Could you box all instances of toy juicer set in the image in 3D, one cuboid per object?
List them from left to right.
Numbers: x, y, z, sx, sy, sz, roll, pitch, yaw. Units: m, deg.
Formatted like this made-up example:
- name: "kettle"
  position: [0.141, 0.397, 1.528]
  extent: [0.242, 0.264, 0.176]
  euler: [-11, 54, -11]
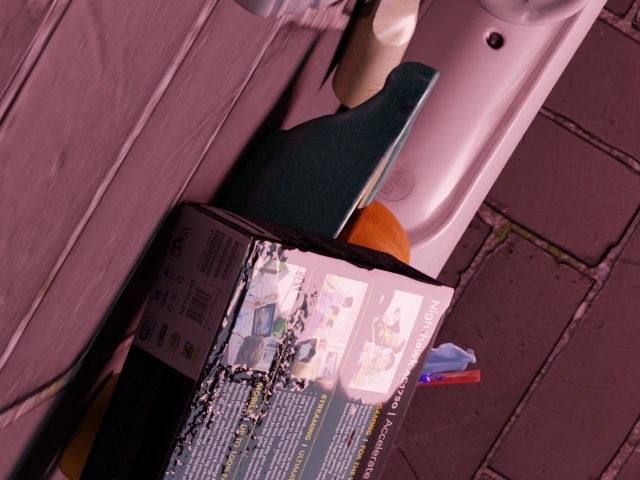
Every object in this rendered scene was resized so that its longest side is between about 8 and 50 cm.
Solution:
- name: "toy juicer set"
  position: [0.000, 0.000, 0.956]
  extent: [0.329, 0.089, 0.209]
  euler: [-59, 177, -6]

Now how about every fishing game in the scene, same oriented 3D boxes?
- name: "fishing game"
  position: [0.006, 0.071, 1.265]
  extent: [0.264, 0.189, 0.041]
  euler: [28, 57, -70]

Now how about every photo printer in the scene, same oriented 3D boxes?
- name: "photo printer"
  position: [0.080, -0.080, 1.329]
  extent: [0.307, 0.107, 0.256]
  euler: [-57, 177, -13]

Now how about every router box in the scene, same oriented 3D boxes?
- name: "router box"
  position: [-0.029, 0.084, 0.814]
  extent: [0.133, 0.046, 0.179]
  euler: [15, 99, -48]

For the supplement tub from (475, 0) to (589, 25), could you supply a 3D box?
- name: "supplement tub"
  position: [0.097, -0.152, 0.938]
  extent: [0.071, 0.071, 0.107]
  euler: [-60, -164, 23]

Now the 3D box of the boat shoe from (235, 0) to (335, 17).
- name: "boat shoe"
  position: [0.029, -0.107, 0.576]
  extent: [0.066, 0.063, 0.184]
  euler: [-60, 177, 31]
